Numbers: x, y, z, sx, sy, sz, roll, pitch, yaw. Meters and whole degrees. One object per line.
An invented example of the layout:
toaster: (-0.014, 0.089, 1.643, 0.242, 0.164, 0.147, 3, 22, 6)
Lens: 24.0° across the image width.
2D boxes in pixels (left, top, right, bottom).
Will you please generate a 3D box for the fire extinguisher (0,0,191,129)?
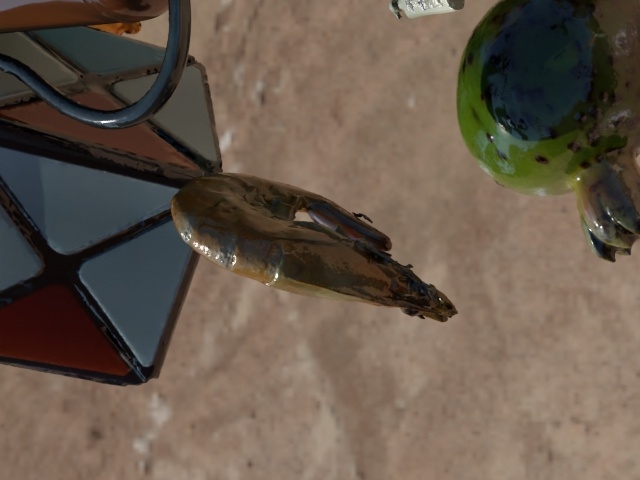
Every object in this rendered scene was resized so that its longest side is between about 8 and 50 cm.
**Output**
fire extinguisher: (-0.202, -0.194, 1.196, 0.376, 0.113, 0.200, 0, 109, 39)

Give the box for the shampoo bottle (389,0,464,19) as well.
shampoo bottle: (0.124, -0.292, 1.811, 0.141, 0.034, 0.049, 0, 114, 61)

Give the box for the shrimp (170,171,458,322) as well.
shrimp: (-0.001, 0.003, 1.161, 0.133, 0.236, 0.053, -73, 2, -68)

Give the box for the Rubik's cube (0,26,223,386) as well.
Rubik's cube: (-0.243, -0.043, 1.388, 0.246, 0.250, 0.248, -106, 34, -55)

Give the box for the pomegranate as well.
pomegranate: (0.214, -0.105, 1.241, 0.248, 0.202, 0.202, 66, 148, 16)

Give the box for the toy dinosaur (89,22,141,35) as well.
toy dinosaur: (-0.259, -0.213, 1.721, 0.288, 0.117, 0.070, 41, 150, 11)
